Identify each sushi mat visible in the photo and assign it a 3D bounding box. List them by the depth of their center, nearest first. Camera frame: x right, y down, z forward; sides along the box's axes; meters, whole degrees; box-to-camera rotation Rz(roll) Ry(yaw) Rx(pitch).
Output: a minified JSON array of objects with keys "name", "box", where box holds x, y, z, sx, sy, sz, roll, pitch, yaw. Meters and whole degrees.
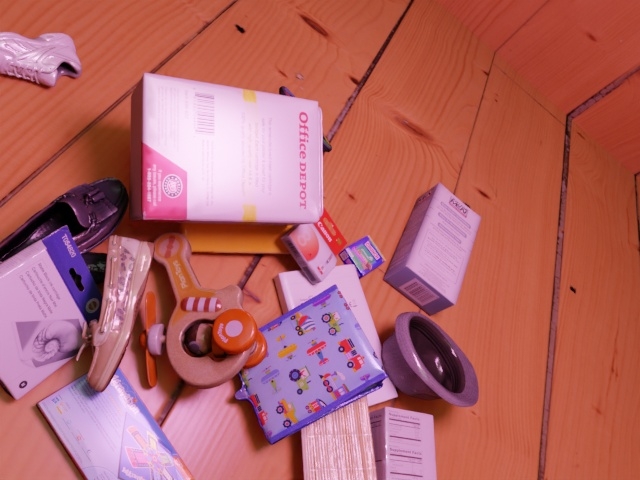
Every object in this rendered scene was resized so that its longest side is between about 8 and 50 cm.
[{"name":"sushi mat","box":[0.034,0.407,1.026,0.152,0.019,0.316,-2,59,-6]}]

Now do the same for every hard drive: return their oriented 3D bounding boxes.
[{"name":"hard drive","box":[0.037,0.238,1.201,0.233,0.047,0.353,-4,67,-34]}]

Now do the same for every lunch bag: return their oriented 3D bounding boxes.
[{"name":"lunch bag","box":[-0.043,0.267,1.030,0.293,0.138,0.221,-25,66,-10]}]

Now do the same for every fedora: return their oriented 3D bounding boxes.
[{"name":"fedora","box":[0.257,0.313,1.226,0.275,0.124,0.243,41,30,-14]}]

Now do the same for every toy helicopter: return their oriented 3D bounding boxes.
[{"name":"toy helicopter","box":[-0.276,0.136,0.996,0.235,0.140,0.355,-26,63,-9]}]

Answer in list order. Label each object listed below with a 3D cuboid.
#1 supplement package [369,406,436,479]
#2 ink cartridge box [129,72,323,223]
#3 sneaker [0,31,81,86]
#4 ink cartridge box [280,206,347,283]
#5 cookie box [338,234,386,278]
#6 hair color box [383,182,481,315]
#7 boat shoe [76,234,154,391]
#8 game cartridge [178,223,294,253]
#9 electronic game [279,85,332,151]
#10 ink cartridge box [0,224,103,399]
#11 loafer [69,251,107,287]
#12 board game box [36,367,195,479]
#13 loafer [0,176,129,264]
[{"name":"supplement package","box":[0.161,0.508,1.070,0.134,0.139,0.244,18,57,-22]},{"name":"ink cartridge box","box":[-0.199,-0.173,1.060,0.385,0.160,0.279,1,88,-30]},{"name":"sneaker","box":[-0.646,-0.395,1.092,0.232,0.090,0.115,-28,85,-39]},{"name":"ink cartridge box","box":[0.000,0.000,1.228,0.179,0.045,0.145,-46,109,-37]},{"name":"cookie box","box":[0.118,0.047,1.361,0.107,0.040,0.091,-29,81,-40]},{"name":"hair color box","box":[0.346,0.018,1.477,0.185,0.113,0.374,38,51,-10]},{"name":"boat shoe","box":[-0.387,0.131,0.908,0.089,0.104,0.285,17,67,-18]},{"name":"game cartridge","box":[-0.180,-0.109,1.191,0.324,0.053,0.285,2,86,-29]},{"name":"electronic game","box":[-0.042,-0.348,1.407,0.229,0.048,0.229,50,13,-16]},{"name":"ink cartridge box","box":[-0.480,0.122,0.843,0.045,0.223,0.224,16,43,29]},{"name":"loafer","box":[-0.463,0.061,0.966,0.223,0.076,0.078,18,61,-18]},{"name":"board game box","box":[-0.366,0.368,0.884,0.145,0.027,0.281,-32,84,-39]},{"name":"loafer","box":[-0.471,-0.026,0.906,0.109,0.095,0.302,35,53,2]}]
